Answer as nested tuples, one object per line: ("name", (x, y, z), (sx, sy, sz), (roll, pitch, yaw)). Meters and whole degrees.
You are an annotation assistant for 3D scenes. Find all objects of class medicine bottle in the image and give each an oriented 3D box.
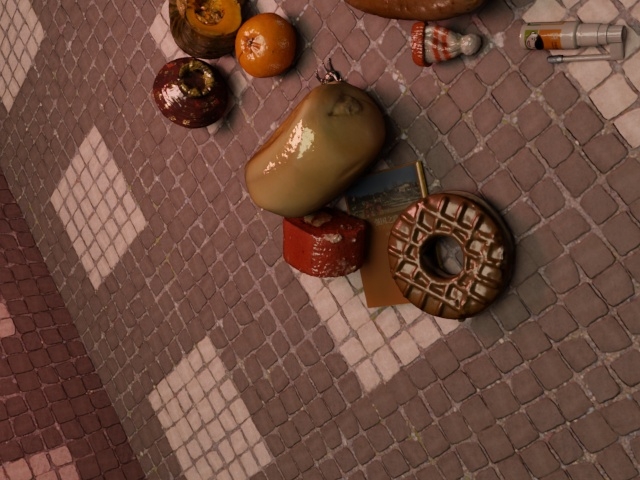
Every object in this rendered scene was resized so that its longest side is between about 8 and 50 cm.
("medicine bottle", (0.552, -0.436, 1.519), (0.221, 0.061, 0.092), (12, 128, 38))

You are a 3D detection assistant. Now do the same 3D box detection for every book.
("book", (0.199, -0.008, 1.897), (0.262, 0.028, 0.374), (-11, 90, 41))

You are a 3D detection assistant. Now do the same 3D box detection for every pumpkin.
("pumpkin", (-0.349, -0.698, 2.158), (0.232, 0.242, 0.325), (118, 138, -63))

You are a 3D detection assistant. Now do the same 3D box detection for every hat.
("hat", (0.309, -0.483, 1.694), (0.162, 0.093, 0.112), (10, 117, 33))

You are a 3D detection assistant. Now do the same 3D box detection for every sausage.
("sausage", (0.206, -0.610, 1.699), (0.501, 0.123, 0.136), (25, 142, 49))

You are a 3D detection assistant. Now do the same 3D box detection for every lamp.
("lamp", (-0.413, -0.473, 2.209), (0.247, 0.247, 0.247), (7, 101, 39))

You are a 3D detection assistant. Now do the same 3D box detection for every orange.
("orange", (-0.164, -0.571, 2.030), (0.193, 0.161, 0.193), (5, 97, 43))

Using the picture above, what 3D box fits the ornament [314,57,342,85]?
("ornament", (0.031, -0.453, 1.971), (0.073, 0.028, 0.125), (-47, 66, 34))

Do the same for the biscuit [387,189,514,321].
("biscuit", (0.322, 0.035, 1.733), (0.332, 0.103, 0.332), (4, 98, 33))

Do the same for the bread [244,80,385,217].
("bread", (-0.008, -0.238, 1.863), (0.253, 0.348, 0.376), (40, 123, -8))

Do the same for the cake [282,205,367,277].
("cake", (0.000, 0.000, 1.944), (0.283, 0.177, 0.151), (28, 120, 46))
